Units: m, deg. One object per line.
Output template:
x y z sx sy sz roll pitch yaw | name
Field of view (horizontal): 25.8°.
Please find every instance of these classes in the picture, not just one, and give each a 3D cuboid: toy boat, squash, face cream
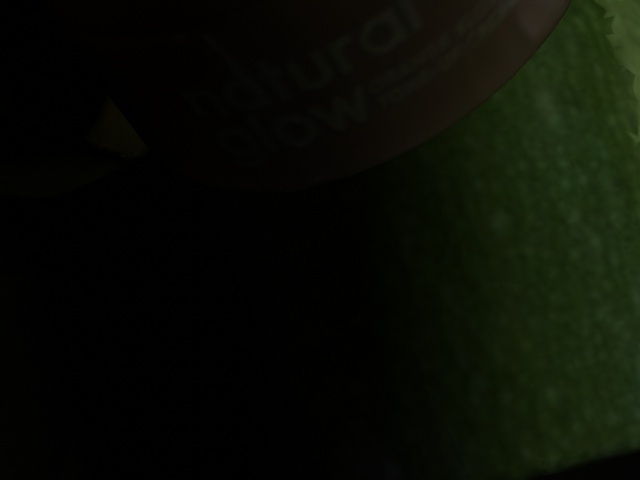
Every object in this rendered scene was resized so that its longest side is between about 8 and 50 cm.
-0.108 -0.061 0.398 0.088 0.068 0.226 68 14 7 | toy boat
0.037 -0.085 0.583 0.263 0.263 0.384 19 54 -73 | squash
-0.013 -0.101 0.376 0.104 0.149 0.149 54 23 -40 | face cream
